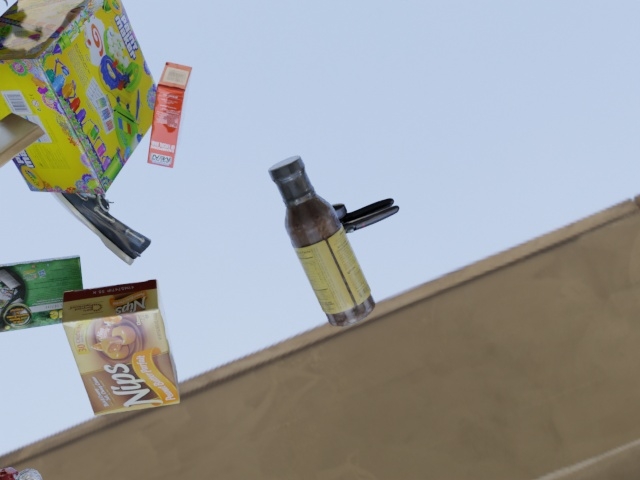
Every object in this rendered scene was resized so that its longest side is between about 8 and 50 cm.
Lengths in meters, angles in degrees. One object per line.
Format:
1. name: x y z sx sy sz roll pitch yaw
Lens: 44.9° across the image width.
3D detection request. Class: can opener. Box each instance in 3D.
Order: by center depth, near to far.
1. can opener: 0.078 -0.046 1.622 0.186 0.073 0.059 -13 -125 -12

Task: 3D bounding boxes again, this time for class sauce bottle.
1. sauce bottle: 0.000 0.000 1.523 0.111 0.345 0.111 -21 -164 6

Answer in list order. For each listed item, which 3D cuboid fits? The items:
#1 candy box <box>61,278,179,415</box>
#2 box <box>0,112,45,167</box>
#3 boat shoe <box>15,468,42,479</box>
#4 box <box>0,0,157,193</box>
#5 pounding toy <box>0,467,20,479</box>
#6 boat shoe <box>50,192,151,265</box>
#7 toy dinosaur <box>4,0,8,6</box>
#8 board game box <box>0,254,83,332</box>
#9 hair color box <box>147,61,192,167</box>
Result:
1. candy box: -0.397 0.224 1.572 0.182 0.317 0.088 -7 -134 -8
2. box: -0.496 -0.107 1.100 0.201 0.021 0.164 -42 -147 -17
3. boat shoe: -0.271 0.271 0.742 0.035 0.035 0.100 -7 -90 -26
4. box: -0.463 -0.285 1.435 0.176 0.290 0.279 3 -135 20
5. pounding toy: -0.688 0.491 1.562 0.236 0.183 0.110 26 -80 43
6. boat shoe: -0.452 -0.056 1.573 0.079 0.254 0.095 -47 -160 -10
7. toy dinosaur: -0.708 -0.545 1.432 0.121 0.313 0.160 16 -80 41
8. board game box: -0.602 0.111 1.532 0.259 0.136 0.030 -7 -169 -21
9. hair color box: -0.276 -0.228 1.411 0.053 0.167 0.093 10 -141 -8
